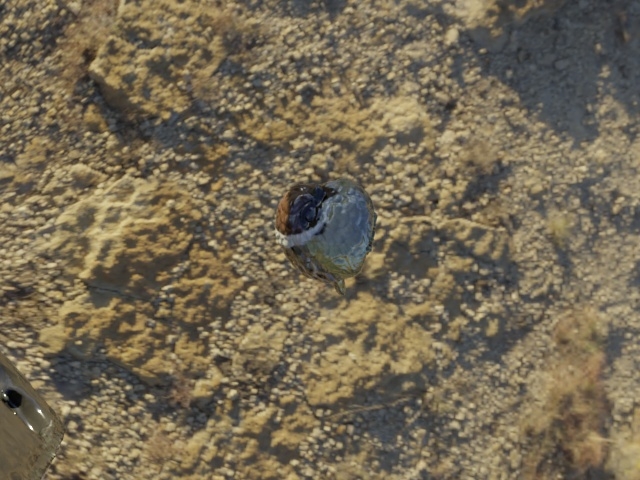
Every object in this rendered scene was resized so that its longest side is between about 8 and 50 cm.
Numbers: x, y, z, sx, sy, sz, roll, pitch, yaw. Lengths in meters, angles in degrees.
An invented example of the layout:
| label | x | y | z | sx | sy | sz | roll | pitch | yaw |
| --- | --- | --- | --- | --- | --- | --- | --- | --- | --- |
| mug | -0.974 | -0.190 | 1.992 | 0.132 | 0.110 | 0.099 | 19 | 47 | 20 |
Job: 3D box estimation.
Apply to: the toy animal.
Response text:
| label | x | y | z | sx | sy | sz | roll | pitch | yaw |
| --- | --- | --- | --- | --- | --- | --- | --- | --- | --- |
| toy animal | 0.000 | 0.000 | 0.761 | 0.098 | 0.137 | 0.098 | 7 | 47 | -8 |

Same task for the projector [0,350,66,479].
| label | x | y | z | sx | sy | sz | roll | pitch | yaw |
| --- | --- | --- | --- | --- | --- | --- | --- | --- | --- |
| projector | -0.398 | 0.199 | 0.491 | 0.405 | 0.395 | 0.242 | -41 | 96 | -13 |
